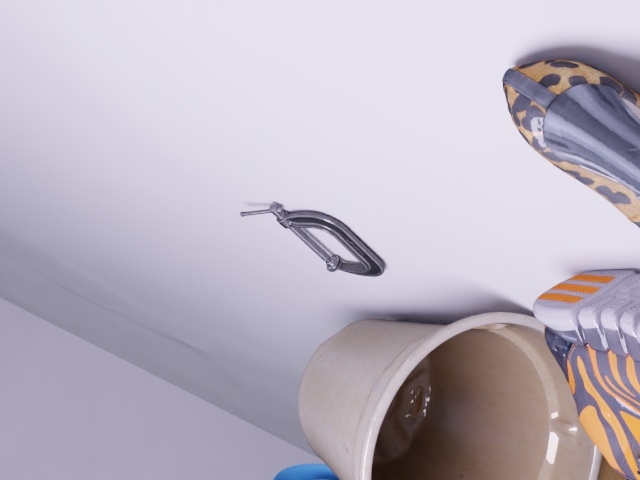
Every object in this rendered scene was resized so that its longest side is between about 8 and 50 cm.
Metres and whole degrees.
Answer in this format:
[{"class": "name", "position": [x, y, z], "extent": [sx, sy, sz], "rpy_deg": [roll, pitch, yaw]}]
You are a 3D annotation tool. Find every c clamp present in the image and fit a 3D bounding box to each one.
[{"class": "c clamp", "position": [0.000, 0.000, 1.156], "extent": [0.137, 0.022, 0.160], "rpy_deg": [-5, 143, 48]}]

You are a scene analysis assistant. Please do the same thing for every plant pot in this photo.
[{"class": "plant pot", "position": [0.129, 0.231, 1.207], "extent": [0.333, 0.334, 0.305], "rpy_deg": [35, 171, -25]}]

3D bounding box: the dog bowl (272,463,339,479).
[{"class": "dog bowl", "position": [0.074, 0.387, 1.274], "extent": [0.297, 0.074, 0.166], "rpy_deg": [12, -167, 2]}]

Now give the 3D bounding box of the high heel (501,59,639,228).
[{"class": "high heel", "position": [0.246, -0.049, 0.684], "extent": [0.261, 0.093, 0.186], "rpy_deg": [22, -161, -47]}]

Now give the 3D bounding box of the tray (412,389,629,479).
[{"class": "tray", "position": [0.262, 0.321, 1.379], "extent": [0.076, 0.203, 0.411], "rpy_deg": [34, 159, -26]}]

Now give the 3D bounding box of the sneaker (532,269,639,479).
[{"class": "sneaker", "position": [0.322, 0.126, 0.806], "extent": [0.180, 0.124, 0.321], "rpy_deg": [67, 164, -11]}]
